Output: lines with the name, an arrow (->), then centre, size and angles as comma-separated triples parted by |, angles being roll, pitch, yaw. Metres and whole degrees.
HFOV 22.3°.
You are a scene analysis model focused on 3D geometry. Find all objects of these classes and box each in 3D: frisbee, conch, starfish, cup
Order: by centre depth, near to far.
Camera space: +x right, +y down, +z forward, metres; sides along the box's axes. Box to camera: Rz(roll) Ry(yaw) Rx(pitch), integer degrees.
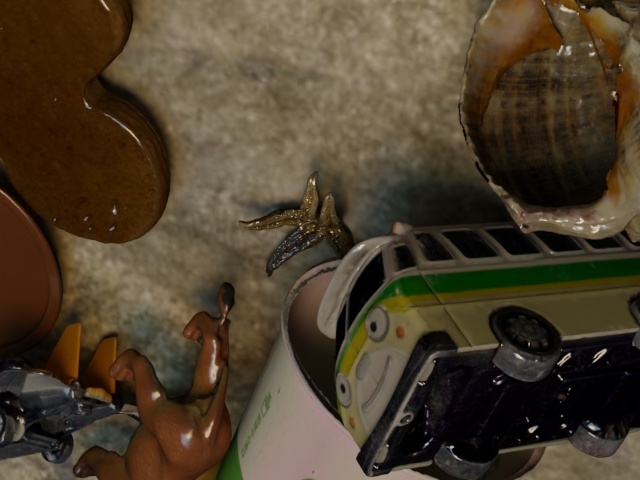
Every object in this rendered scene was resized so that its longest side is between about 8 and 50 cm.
conch -> 0.238, -0.090, 1.287 | 0.210, 0.159, 0.291 | -33, 64, 16
cup -> 0.029, 0.190, 1.430 | 0.253, 0.253, 0.274 | 31, 126, -2
starfish -> 0.000, -0.004, 1.448 | 0.130, 0.041, 0.133 | 36, 138, -27
frisbee -> -0.358, 0.016, 1.523 | 0.250, 0.021, 0.251 | 9, 130, 10

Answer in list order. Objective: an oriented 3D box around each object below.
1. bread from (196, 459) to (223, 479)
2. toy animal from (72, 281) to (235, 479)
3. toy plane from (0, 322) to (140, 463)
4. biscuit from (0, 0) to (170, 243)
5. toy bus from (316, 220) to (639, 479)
bread -> -0.147, 0.239, 1.584 | 0.082, 0.056, 0.115 | 31, 118, -3
toy animal -> -0.138, 0.200, 1.462 | 0.097, 0.157, 0.312 | -4, 138, -34
toy plane -> -0.328, 0.175, 1.570 | 0.316, 0.103, 0.204 | -22, 150, 29
biscuit -> -0.282, -0.178, 1.412 | 0.283, 0.064, 0.432 | -28, 110, 35
toy bus -> 0.147, 0.072, 1.289 | 0.305, 0.179, 0.143 | -4, 135, -33
